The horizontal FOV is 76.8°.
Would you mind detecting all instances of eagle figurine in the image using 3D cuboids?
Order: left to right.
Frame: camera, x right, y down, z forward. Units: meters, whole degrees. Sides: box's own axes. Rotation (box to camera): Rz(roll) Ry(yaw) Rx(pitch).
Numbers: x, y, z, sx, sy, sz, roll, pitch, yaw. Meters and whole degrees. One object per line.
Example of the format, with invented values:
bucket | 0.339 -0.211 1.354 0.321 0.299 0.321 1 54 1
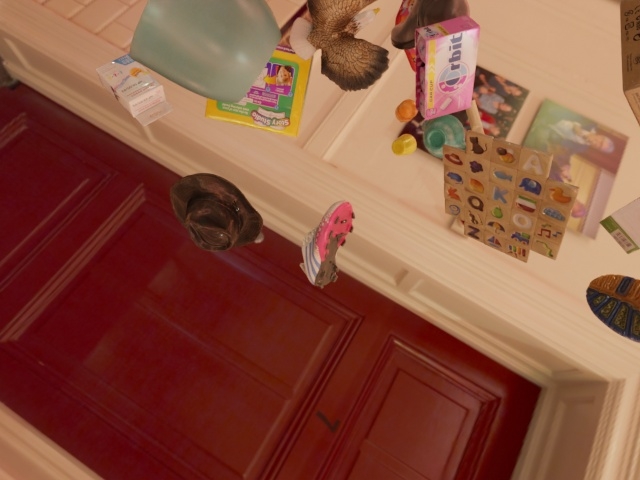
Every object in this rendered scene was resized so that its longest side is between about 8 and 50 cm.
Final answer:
eagle figurine | 0.056 -0.519 1.002 0.225 0.226 0.298 -56 -161 23

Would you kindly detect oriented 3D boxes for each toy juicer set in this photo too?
toy juicer set | 0.371 -0.351 1.222 0.089 0.329 0.209 -29 123 -43

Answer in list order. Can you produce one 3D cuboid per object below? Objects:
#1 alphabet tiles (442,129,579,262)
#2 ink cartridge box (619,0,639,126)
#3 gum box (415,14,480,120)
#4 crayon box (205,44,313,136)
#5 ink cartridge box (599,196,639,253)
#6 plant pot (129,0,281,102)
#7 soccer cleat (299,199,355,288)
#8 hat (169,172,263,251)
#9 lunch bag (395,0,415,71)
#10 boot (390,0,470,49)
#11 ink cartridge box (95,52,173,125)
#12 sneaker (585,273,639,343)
alphabet tiles | 0.404 -0.086 0.907 0.011 0.285 0.343 -45 142 -19
ink cartridge box | 0.648 -0.330 0.766 0.088 0.193 0.235 -11 -121 49
gum box | 0.259 -0.350 0.845 0.188 0.107 0.062 74 1 -49
crayon box | -0.233 -0.590 1.551 0.106 0.362 0.313 -86 -172 -73
ink cartridge box | 0.860 -0.067 1.045 0.209 0.109 0.062 -31 161 0
plant pot | -0.231 -0.449 0.887 0.293 0.235 0.293 -43 -153 29
soccer cleat | 0.000 0.000 1.210 0.116 0.143 0.331 -22 141 -36
hat | -0.364 -0.052 1.331 0.331 0.331 0.134 112 -6 -47
lunch bag | 0.373 -0.717 1.342 0.258 0.120 0.293 43 64 -43
boot | 0.255 -0.597 0.979 0.118 0.223 0.338 -25 -152 -8
ink cartridge box | -0.494 -0.405 1.083 0.104 0.181 0.061 -42 169 -24
sneaker | 0.652 0.163 0.743 0.131 0.296 0.112 21 100 -36
